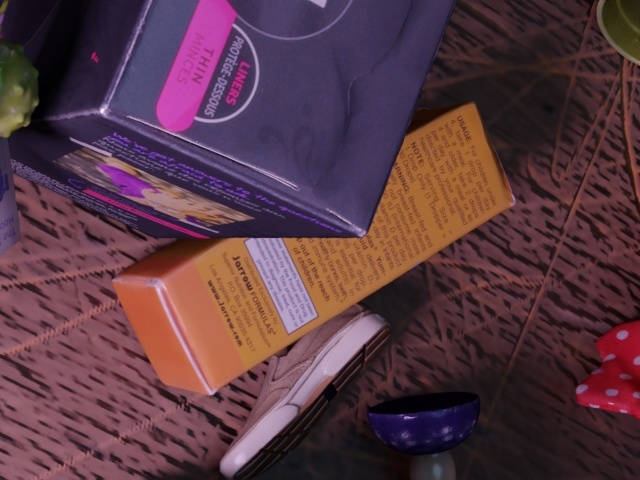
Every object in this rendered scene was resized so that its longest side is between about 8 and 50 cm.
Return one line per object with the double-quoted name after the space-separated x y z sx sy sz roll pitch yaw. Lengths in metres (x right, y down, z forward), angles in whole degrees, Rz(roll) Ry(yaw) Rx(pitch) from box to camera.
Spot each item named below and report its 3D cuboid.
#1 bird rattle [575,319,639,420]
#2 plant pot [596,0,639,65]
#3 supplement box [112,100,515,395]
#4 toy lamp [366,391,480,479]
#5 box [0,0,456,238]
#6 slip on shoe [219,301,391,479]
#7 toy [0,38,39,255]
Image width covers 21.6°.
0.261 0.001 1.062 0.143 0.207 0.253 34 65 -4 "bird rattle"
0.237 -0.168 1.114 0.083 0.083 0.079 42 59 -21 "plant pot"
0.000 0.000 0.986 0.233 0.078 0.080 -32 104 -23 "supplement box"
0.077 0.235 1.027 0.080 0.080 0.275 -10 93 -27 "toy lamp"
-0.068 -0.100 0.842 0.143 0.270 0.165 26 78 -25 "box"
-0.016 0.087 1.000 0.041 0.051 0.135 39 78 20 "slip on shoe"
-0.158 -0.065 0.697 0.137 0.056 0.237 -44 141 -49 "toy"
